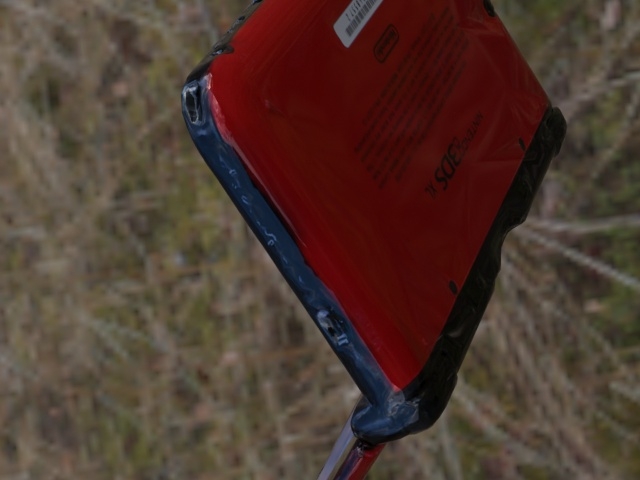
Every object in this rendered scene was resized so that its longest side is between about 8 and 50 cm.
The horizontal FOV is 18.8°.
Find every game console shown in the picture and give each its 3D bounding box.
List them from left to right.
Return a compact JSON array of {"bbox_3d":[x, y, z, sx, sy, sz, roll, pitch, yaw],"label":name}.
[{"bbox_3d":[0.000,0.000,0.457,0.085,0.144,0.124,-25,108,29],"label":"game console"}]
